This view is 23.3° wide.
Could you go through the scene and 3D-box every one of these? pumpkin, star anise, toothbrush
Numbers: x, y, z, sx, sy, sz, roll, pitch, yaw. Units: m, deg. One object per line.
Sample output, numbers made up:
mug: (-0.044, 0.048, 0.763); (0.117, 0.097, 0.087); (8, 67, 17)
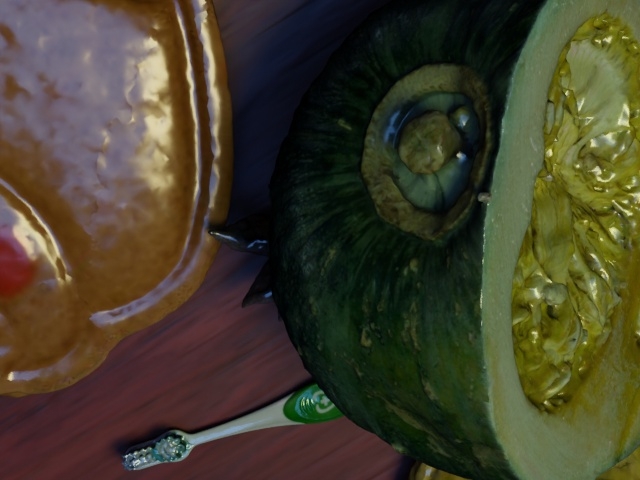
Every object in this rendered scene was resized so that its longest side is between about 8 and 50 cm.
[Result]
pumpkin: (0.088, -0.013, 0.909); (0.197, 0.263, 0.293); (11, 91, 40)
star anise: (0.002, 0.011, 1.001); (0.124, 0.056, 0.129); (-36, 120, -11)
toothbrush: (0.011, 0.105, 1.045); (0.304, 0.030, 0.030); (-17, 105, 2)

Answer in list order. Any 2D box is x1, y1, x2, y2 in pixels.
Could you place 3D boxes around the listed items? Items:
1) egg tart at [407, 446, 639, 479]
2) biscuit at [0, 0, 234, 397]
egg tart: (0.191, 0.215, 1.030); (0.290, 0.115, 0.290); (0, 108, 0)
biscuit: (-0.264, -0.047, 0.982); (0.455, 0.078, 0.350); (-28, 108, 7)
